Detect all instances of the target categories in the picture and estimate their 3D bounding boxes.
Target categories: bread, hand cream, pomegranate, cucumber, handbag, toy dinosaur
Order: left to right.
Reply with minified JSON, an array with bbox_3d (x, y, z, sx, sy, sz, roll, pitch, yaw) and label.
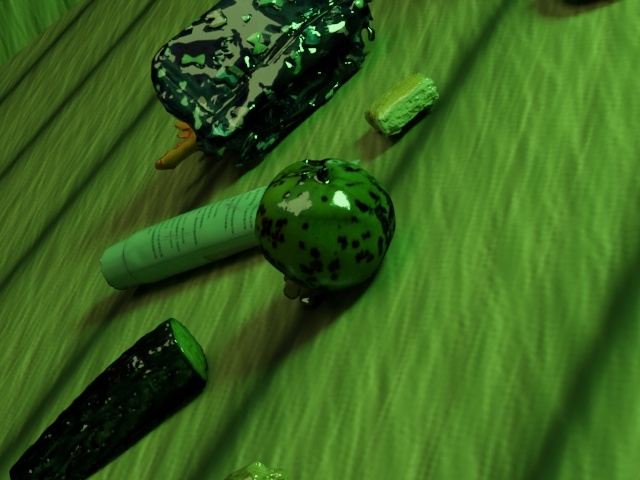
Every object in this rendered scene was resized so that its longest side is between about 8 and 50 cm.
[{"bbox_3d":[-0.200,0.155,1.430,0.211,0.062,0.078,-36,22,10],"label":"cucumber"},{"bbox_3d":[-0.100,-0.014,1.599,0.331,0.058,0.085,-21,27,40],"label":"hand cream"},{"bbox_3d":[-0.113,-0.172,1.927,0.117,0.070,0.288,-9,32,53],"label":"toy dinosaur"},{"bbox_3d":[-0.059,-0.205,1.793,0.260,0.113,0.162,-43,61,-12],"label":"handbag"},{"bbox_3d":[0.000,0.000,1.364,0.122,0.122,0.161,-65,-5,-47],"label":"pomegranate"},{"bbox_3d":[0.078,-0.134,1.576,0.070,0.035,0.083,-42,15,-6],"label":"bread"}]

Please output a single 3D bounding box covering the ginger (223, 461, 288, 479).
[{"bbox_3d":[-0.083,0.215,1.110,0.165,0.067,0.096,-49,1,-21],"label":"ginger"}]
